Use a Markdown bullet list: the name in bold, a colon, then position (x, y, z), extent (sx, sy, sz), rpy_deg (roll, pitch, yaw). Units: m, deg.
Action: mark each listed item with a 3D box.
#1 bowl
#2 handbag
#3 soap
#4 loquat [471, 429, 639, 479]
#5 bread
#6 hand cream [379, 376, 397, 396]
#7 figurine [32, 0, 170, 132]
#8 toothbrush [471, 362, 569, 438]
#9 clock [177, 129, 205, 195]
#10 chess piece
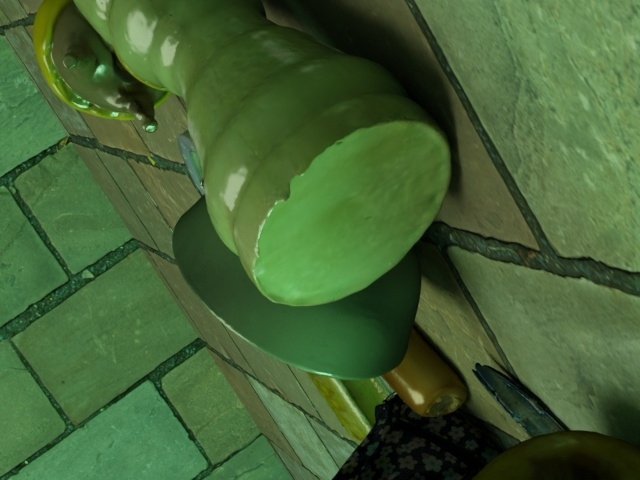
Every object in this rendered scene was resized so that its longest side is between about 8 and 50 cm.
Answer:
- **bowl**: position (0.000, 0.000, 1.461), extent (0.289, 0.146, 0.289), rpy_deg (25, -153, -14)
- **handbag**: position (0.135, 0.316, 1.735), extent (0.229, 0.208, 0.127), rpy_deg (32, 147, 15)
- **soap**: position (0.046, 0.222, 2.102), extent (0.257, 0.080, 0.160), rpy_deg (57, 167, -6)
- **loquat**: position (0.239, 0.312, 1.256), extent (0.275, 0.275, 0.275), rpy_deg (51, 166, 17)
- **bread**: position (0.090, 0.136, 1.751), extent (0.239, 0.074, 0.092), rpy_deg (47, 160, 29)
- **hand cream**: position (0.088, 0.168, 1.911), extent (0.080, 0.050, 0.234), rpy_deg (58, 172, -35)
- **figurine**: position (-0.257, -0.257, 1.797), extent (0.215, 0.187, 0.344), rpy_deg (47, 164, -23)
- **toothbrush**: position (0.294, 0.257, 1.410), extent (0.413, 0.035, 0.042), rpy_deg (45, 167, 36)
- **clock**: position (-0.138, -0.090, 2.006), extent (0.198, 0.064, 0.172), rpy_deg (59, 166, -18)
- **chess piece**: position (-0.080, -0.165, 1.326), extent (0.442, 0.234, 0.234), rpy_deg (53, 168, 31)
